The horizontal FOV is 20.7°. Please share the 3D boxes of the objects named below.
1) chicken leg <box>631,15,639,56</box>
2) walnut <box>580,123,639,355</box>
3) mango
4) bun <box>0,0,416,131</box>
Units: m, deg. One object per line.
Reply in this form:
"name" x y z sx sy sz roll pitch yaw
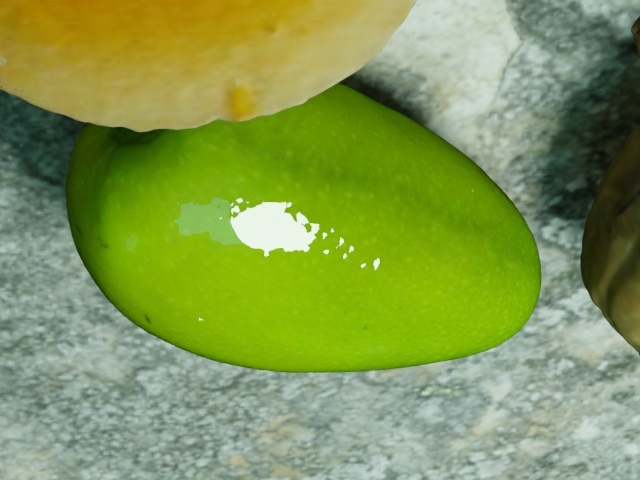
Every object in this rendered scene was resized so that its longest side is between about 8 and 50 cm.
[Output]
"chicken leg" 0.295 -0.182 0.855 0.409 0.295 0.182 -36 124 -17
"walnut" 0.286 -0.005 1.100 0.225 0.225 0.261 16 133 -26
"mango" 0.000 0.000 1.077 0.343 0.156 0.192 21 129 -32
"bun" -0.075 -0.205 0.852 0.299 0.165 0.299 -1 136 -1
